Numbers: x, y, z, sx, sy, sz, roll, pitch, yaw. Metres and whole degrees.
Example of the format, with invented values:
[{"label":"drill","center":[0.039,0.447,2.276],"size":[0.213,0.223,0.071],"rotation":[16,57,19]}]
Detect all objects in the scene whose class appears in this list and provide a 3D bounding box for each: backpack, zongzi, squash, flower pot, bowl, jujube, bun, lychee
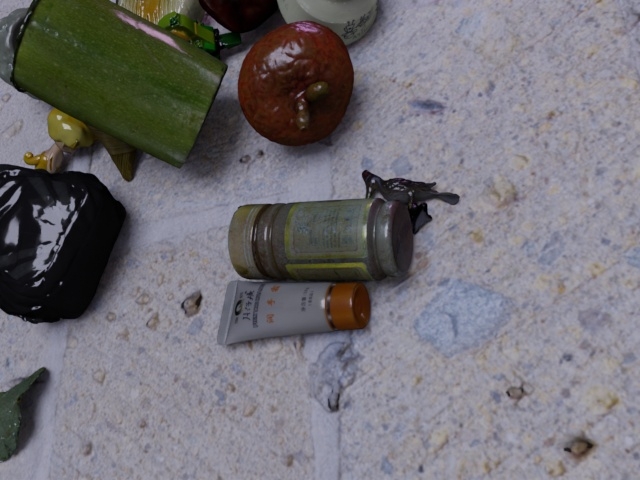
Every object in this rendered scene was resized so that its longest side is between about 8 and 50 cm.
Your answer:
[{"label":"backpack","center":[-0.687,-0.019,1.389],"size":[0.446,0.255,0.363],"rotation":[19,79,14]},{"label":"zongzi","center":[-0.560,-0.305,1.456],"size":[0.134,0.286,0.288],"rotation":[170,109,-65]},{"label":"squash","center":[-0.424,-0.354,1.300],"size":[0.384,0.263,0.263],"rotation":[25,77,-15]},{"label":"flower pot","center":[-0.756,-0.503,1.623],"size":[0.195,0.246,0.246],"rotation":[6,68,59]},{"label":"bowl","center":[0.026,-0.554,1.301],"size":[0.238,0.126,0.237],"rotation":[1,87,-9]},{"label":"jujube","center":[-0.167,-0.681,1.432],"size":[0.259,0.258,0.376],"rotation":[0,69,24]},{"label":"bun","center":[-0.414,-0.604,1.566],"size":[0.244,0.153,0.243],"rotation":[-1,83,8]},{"label":"lychee","center":[-0.051,-0.318,1.231],"size":[0.255,0.255,0.300],"rotation":[-27,25,12]}]

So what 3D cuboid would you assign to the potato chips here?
[{"label":"potato chips","center":[-0.696,0.381,1.337],"size":[0.167,0.059,0.228],"rotation":[6,72,36]}]

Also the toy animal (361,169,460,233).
[{"label":"toy animal","center":[0.158,-0.090,1.165],"size":[0.202,0.070,0.105],"rotation":[28,69,33]}]

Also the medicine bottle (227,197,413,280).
[{"label":"medicine bottle","center":[0.000,0.000,1.129],"size":[0.323,0.151,0.151],"rotation":[-1,69,25]}]

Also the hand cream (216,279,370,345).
[{"label":"hand cream","center":[-0.061,0.127,1.156],"size":[0.314,0.089,0.139],"rotation":[-10,60,27]}]

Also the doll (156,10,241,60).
[{"label":"doll","center":[-0.307,-0.485,1.459],"size":[0.134,0.186,0.106],"rotation":[-32,57,42]}]

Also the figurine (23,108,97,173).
[{"label":"figurine","center":[-0.663,-0.265,1.558],"size":[0.246,0.131,0.156],"rotation":[-48,35,10]}]
